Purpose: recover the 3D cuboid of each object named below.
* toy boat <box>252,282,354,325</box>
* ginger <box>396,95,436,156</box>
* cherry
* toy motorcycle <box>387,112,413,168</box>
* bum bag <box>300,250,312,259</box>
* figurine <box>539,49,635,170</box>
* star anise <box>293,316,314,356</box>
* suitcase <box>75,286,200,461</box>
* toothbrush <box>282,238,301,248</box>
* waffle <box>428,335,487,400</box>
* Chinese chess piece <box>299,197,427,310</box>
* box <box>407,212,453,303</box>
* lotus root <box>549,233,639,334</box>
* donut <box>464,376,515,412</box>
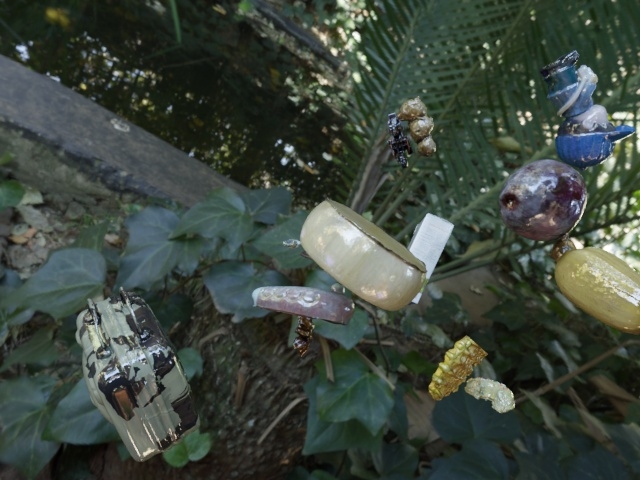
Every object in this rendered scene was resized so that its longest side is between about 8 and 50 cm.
[{"bbox_3d":[-0.031,0.126,1.058,0.227,0.085,0.155,5,-14,31],"label":"toy boat"},{"bbox_3d":[0.340,-0.385,1.658,0.204,0.104,0.080,62,17,-7],"label":"ginger"},{"bbox_3d":[0.503,-0.089,1.119,0.195,0.195,0.195,26,29,-15],"label":"cherry"},{"bbox_3d":[0.286,-0.369,1.762,0.122,0.082,0.213,-98,169,-46],"label":"toy motorcycle"},{"bbox_3d":[0.015,0.063,1.742,0.159,0.026,0.109,21,28,31],"label":"bum bag"},{"bbox_3d":[0.340,-0.169,0.637,0.149,0.087,0.086,59,0,-8],"label":"figurine"},{"bbox_3d":[-0.055,0.320,1.672,0.057,0.168,0.168,-1,26,11],"label":"star anise"},{"bbox_3d":[-0.429,0.268,1.077,0.194,0.339,0.351,-24,31,-25],"label":"suitcase"},{"bbox_3d":[0.000,0.000,1.769,0.042,0.413,0.035,15,76,-40],"label":"toothbrush"},{"bbox_3d":[0.407,0.398,1.489,0.057,0.219,0.229,41,2,35],"label":"waffle"},{"bbox_3d":[0.083,0.025,0.933,0.257,0.104,0.257,34,9,-6],"label":"Chinese chess piece"},{"bbox_3d":[0.347,0.072,1.711,0.106,0.300,0.200,25,-6,7],"label":"box"},{"bbox_3d":[0.641,0.107,1.092,0.146,0.131,0.303,-4,36,-27],"label":"lotus root"},{"bbox_3d":[0.573,0.504,1.598,0.108,0.065,0.166,4,8,-34],"label":"donut"}]
